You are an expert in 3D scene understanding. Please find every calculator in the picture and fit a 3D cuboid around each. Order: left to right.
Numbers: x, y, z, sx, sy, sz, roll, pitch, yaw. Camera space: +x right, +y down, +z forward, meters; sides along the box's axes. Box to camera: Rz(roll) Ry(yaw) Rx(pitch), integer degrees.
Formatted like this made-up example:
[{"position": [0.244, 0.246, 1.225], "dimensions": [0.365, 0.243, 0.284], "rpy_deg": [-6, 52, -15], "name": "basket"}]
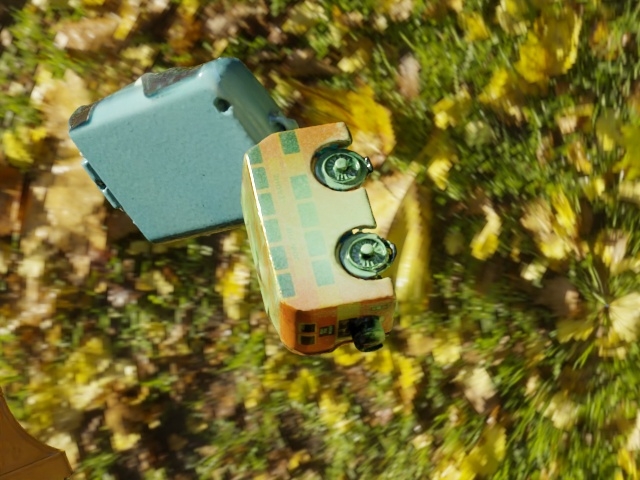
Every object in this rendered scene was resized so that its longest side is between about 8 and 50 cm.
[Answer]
[{"position": [-0.126, -0.082, 1.358], "dimensions": [0.293, 0.051, 0.173], "rpy_deg": [-12, 120, 45], "name": "calculator"}]

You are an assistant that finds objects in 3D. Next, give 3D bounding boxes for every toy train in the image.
[{"position": [0.000, 0.000, 1.083], "dimensions": [0.099, 0.072, 0.188], "rpy_deg": [-8, 58, -10], "name": "toy train"}]

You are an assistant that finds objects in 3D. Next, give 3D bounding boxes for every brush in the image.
[{"position": [-0.261, 0.109, 1.089], "dimensions": [0.090, 0.017, 0.314], "rpy_deg": [-20, 83, -28], "name": "brush"}]
